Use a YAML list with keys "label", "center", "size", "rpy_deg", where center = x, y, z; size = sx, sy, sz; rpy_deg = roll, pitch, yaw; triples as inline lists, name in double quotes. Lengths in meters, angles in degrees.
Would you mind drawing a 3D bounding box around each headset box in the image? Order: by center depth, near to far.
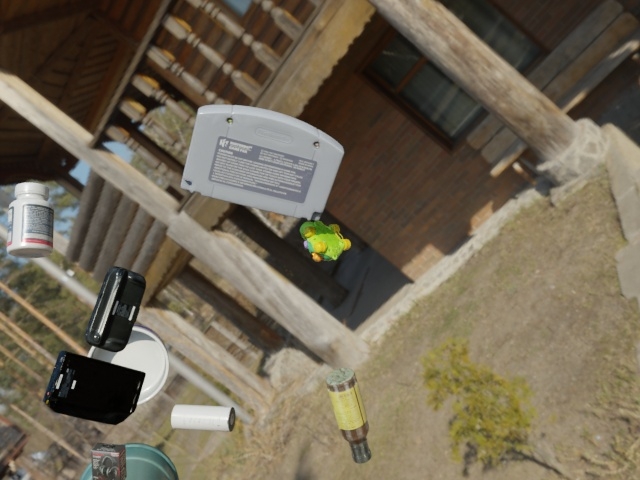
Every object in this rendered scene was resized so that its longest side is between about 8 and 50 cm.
- label: "headset box"
  center: [-0.436, 0.456, 1.207]
  size: [0.032, 0.062, 0.083]
  rpy_deg: [-65, -21, -76]

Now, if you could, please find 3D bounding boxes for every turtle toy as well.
- label: "turtle toy"
  center: [0.000, 0.000, 1.311]
  size: [0.095, 0.130, 0.066]
  rpy_deg: [-5, -44, -37]

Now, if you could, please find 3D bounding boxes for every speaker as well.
- label: "speaker"
  center: [-0.264, 0.399, 1.318]
  size: [0.055, 0.136, 0.055]
  rpy_deg: [0, -90, -81]

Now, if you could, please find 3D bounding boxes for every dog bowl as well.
- label: "dog bowl"
  center: [-0.645, 0.416, 1.971]
  size: [0.265, 0.265, 0.104]
  rpy_deg: [-52, 13, -9]

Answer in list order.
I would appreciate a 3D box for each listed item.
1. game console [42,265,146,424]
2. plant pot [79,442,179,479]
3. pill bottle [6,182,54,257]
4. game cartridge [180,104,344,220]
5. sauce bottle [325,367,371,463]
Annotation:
- label: "game console"
  center: [-0.500, 0.246, 1.405]
  size: [0.044, 0.213, 0.362]
  rpy_deg: [-6, 63, 44]
- label: "plant pot"
  center: [-0.616, 0.870, 1.856]
  size: [0.341, 0.341, 0.334]
  rpy_deg: [-52, 13, -8]
- label: "pill bottle"
  center: [-0.751, -0.052, 1.522]
  size: [0.108, 0.107, 0.180]
  rpy_deg: [141, 126, -63]
- label: "game cartridge"
  center: [-0.112, -0.158, 1.164]
  size: [0.060, 0.294, 0.196]
  rpy_deg: [-100, 27, -56]
- label: "sauce bottle"
  center: [0.106, 0.617, 2.043]
  size: [0.111, 0.345, 0.111]
  rpy_deg: [-13, 15, 4]
